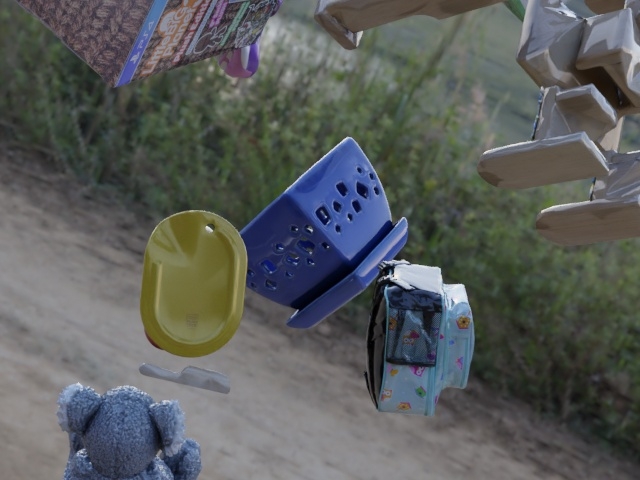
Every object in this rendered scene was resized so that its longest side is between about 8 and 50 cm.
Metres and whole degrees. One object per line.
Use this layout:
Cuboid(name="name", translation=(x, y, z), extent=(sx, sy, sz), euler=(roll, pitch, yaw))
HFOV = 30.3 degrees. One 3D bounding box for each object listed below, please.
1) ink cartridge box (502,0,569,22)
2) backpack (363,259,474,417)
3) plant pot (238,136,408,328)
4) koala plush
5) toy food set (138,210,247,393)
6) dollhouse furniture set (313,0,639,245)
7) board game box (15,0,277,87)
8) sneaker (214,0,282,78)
Cuboid(name="ink cartridge box", translation=(0.282, -0.514, 1.952), extent=(0.211, 0.121, 0.289), euler=(43, 9, -51))
Cuboid(name="backpack", translation=(0.127, 0.138, 1.558), extent=(0.144, 0.188, 0.166), euler=(11, 15, -3))
Cuboid(name="plant pot", translation=(0.000, 0.000, 2.033), extent=(0.212, 0.236, 0.236), euler=(49, 41, -2))
Cuboid(name="koala plush", translation=(-0.259, 0.281, 1.563), extent=(0.196, 0.221, 0.203), euler=(15, 38, 1))
Cuboid(name="toy food set", translation=(-0.164, 0.073, 1.460), extent=(0.128, 0.217, 0.071), euler=(7, -3, -17))
Cuboid(name="dollhouse furniture set", translation=(0.225, -0.236, 1.374), extent=(0.256, 0.362, 0.394), euler=(-8, -34, 41))
Cuboid(name="board game box", translation=(-0.209, -0.333, 1.409), extent=(0.232, 0.141, 0.291), euler=(41, 35, 12))
Cuboid(name="sneaker", translation=(-0.097, -0.333, 1.663), extent=(0.105, 0.095, 0.236), euler=(8, 63, -30))
